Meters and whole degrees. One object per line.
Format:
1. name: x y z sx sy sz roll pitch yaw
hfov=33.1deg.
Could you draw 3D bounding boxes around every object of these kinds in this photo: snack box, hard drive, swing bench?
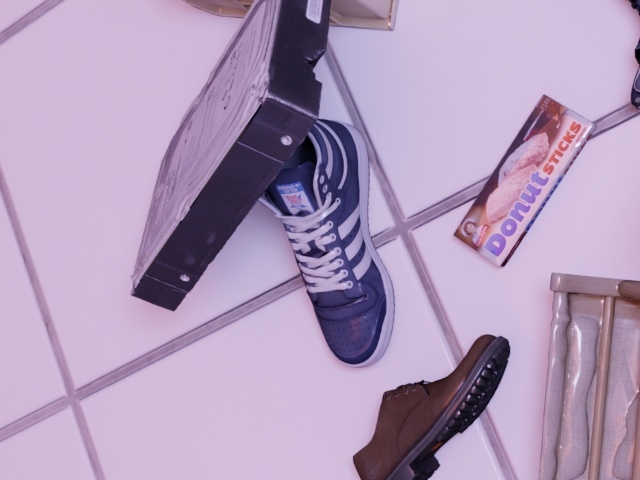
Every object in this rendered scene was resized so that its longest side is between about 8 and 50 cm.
1. snack box: 0.216 -0.063 1.142 0.064 0.022 0.178 36 101 22
2. hard drive: -0.098 -0.109 1.139 0.339 0.064 0.237 -50 24 43
3. swing bench: 0.329 0.166 0.976 0.255 0.165 0.253 -176 91 -67

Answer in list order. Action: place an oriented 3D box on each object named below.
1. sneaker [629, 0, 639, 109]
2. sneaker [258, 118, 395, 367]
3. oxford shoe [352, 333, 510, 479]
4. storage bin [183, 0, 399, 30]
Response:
1. sneaker: 0.315 -0.224 1.072 0.226 0.086 0.163 29 96 23
2. sneaker: 0.000 0.000 1.168 0.099 0.153 0.282 -11 82 25
3. oxford shoe: 0.111 0.176 1.144 0.096 0.083 0.227 45 104 26
4. storage bin: -0.035 -0.391 1.233 0.260 0.123 0.262 10 91 26
